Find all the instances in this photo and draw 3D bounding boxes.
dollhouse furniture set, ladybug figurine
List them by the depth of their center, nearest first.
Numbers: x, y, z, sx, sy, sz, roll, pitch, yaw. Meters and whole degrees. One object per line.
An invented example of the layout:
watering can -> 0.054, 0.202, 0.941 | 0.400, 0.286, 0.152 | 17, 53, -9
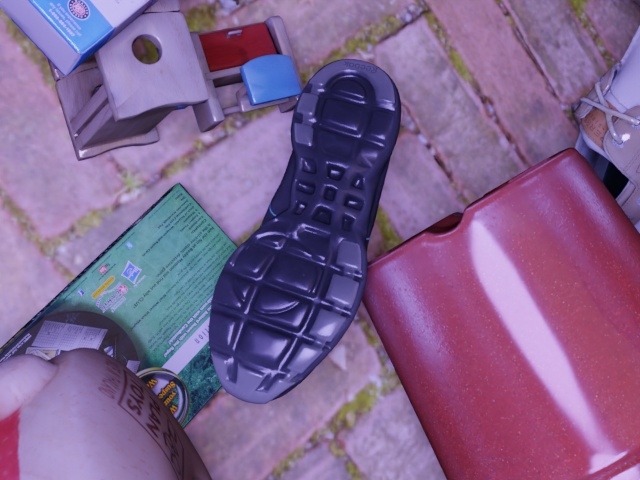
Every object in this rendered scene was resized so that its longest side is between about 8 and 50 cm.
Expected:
ladybug figurine -> -0.106, 0.272, 0.561 | 0.162, 0.305, 0.449 | -21, 103, -3
dollhouse furniture set -> -0.096, -0.153, 0.712 | 0.184, 0.129, 0.129 | -17, 90, -27

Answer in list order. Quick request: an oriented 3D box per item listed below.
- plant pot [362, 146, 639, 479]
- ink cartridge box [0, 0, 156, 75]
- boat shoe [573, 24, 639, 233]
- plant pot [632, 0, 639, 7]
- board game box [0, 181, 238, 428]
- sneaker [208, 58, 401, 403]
plant pot -> 0.174, 0.089, 0.749 | 0.272, 0.272, 0.265 | -30, 88, -27
ink cartridge box -> -0.137, -0.175, 0.593 | 0.088, 0.052, 0.122 | 48, 67, -11
boat shoe -> 0.274, -0.094, 0.821 | 0.103, 0.113, 0.302 | -7, 130, -11
plant pot -> 0.427, -0.286, 0.915 | 0.305, 0.334, 0.334 | 40, 66, -28
board game box -> -0.148, 0.092, 0.705 | 0.136, 0.030, 0.259 | 48, 65, -10
sneaker -> 0.000, 0.000, 0.730 | 0.101, 0.106, 0.267 | 20, 74, 10
